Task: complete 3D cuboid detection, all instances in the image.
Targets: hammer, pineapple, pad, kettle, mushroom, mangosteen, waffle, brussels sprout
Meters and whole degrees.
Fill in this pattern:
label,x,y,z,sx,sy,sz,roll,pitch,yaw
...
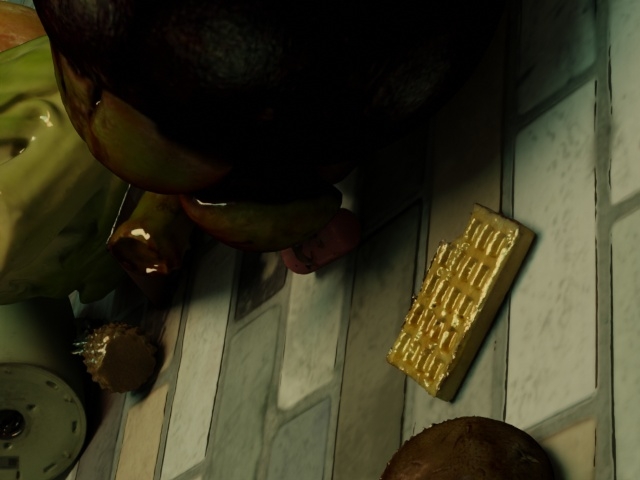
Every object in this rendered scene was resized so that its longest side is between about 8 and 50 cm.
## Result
label,x,y,z,sx,sy,sz,roll,pitch,yaw
hammer,0.000,0.000,1.294,0.083,0.043,0.043,-32,40,51
pineapple,-0.217,0.110,1.590,0.074,0.074,0.159,-66,22,-1
pad,-0.141,-0.052,1.476,0.300,0.005,0.202,79,-151,-76
kettle,-0.347,0.158,1.713,0.255,0.165,0.240,-113,24,-59
mushroom,0.089,0.162,0.944,0.127,0.087,0.127,-25,38,21
mangosteen,-0.041,-0.179,1.191,0.382,0.382,0.435,-125,35,-62
waffle,0.096,0.040,1.092,0.135,0.021,0.092,-64,25,3
brussels sprout,-0.264,-0.067,1.600,0.247,0.328,0.328,32,99,23

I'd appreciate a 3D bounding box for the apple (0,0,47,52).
label,x,y,z,sx,sy,sz,roll,pitch,yaw
apple,-0.418,-0.160,1.996,0.299,0.275,0.299,-36,42,41
